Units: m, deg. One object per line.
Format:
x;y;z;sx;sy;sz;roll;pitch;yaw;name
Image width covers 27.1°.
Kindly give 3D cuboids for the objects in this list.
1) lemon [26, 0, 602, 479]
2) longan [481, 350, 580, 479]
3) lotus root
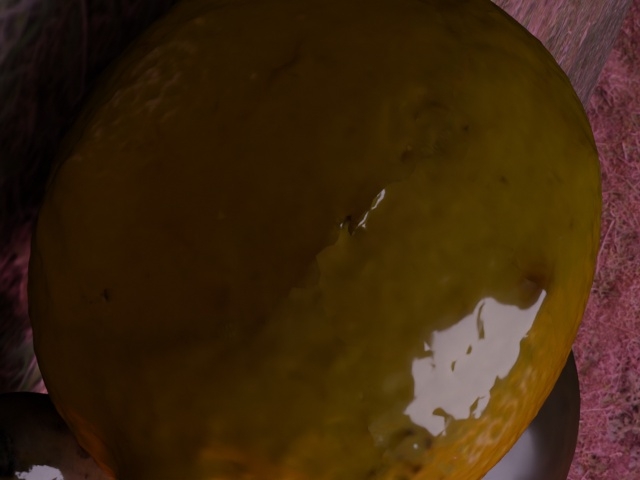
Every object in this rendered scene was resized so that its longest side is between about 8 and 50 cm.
-0.001;0.002;0.607;0.284;0.260;0.260;-33;150;-31;lemon
0.027;0.108;0.853;0.297;0.297;0.297;-58;165;-26;longan
-0.136;0.120;0.655;0.179;0.089;0.081;76;0;-62;lotus root
